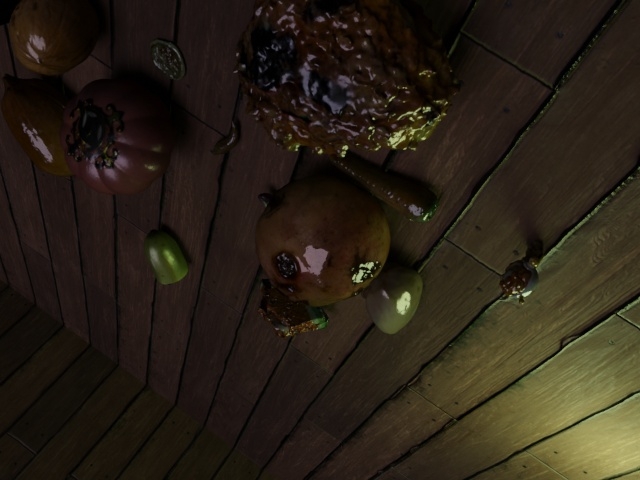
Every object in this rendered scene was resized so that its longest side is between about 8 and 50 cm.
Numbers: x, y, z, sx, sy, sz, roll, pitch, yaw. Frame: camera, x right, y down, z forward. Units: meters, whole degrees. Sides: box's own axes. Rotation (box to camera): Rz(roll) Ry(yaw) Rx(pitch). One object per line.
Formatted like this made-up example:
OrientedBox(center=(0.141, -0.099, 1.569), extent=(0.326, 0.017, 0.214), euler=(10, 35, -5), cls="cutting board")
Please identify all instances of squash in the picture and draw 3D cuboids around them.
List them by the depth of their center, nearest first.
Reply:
OrientedBox(center=(-0.522, 0.042, 2.020), extent=(0.123, 0.123, 0.187), euler=(12, 133, 31), cls="squash")

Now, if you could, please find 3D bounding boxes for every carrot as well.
OrientedBox(center=(0.121, -0.134, 1.328), extent=(0.298, 0.078, 0.078), euler=(33, 144, 17), cls="carrot")

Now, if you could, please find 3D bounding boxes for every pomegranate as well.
OrientedBox(center=(0.000, 0.000, 1.395), extent=(0.322, 0.322, 0.322), euler=(23, 141, 20), cls="pomegranate")

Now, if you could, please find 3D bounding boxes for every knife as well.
OrientedBox(center=(-0.099, -0.023, 1.636), extent=(0.123, 0.053, 0.278), euler=(8, 134, 41), cls="knife")

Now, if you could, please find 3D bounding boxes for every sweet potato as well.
OrientedBox(center=(-0.235, -0.247, 1.522), extent=(0.041, 0.038, 0.153), euler=(25, 147, -21), cls="sweet potato")

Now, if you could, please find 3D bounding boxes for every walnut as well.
OrientedBox(center=(-0.630, -0.495, 1.434), extent=(0.195, 0.222, 0.195), euler=(3, 145, 2), cls="walnut")
OrientedBox(center=(-0.796, -0.339, 1.763), extent=(0.209, 0.209, 0.336), euler=(-5, 127, 43), cls="walnut")

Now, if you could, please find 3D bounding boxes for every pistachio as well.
OrientedBox(center=(0.177, 0.142, 1.514), extent=(0.153, 0.138, 0.238), euler=(-2, 140, -5), cls="pistachio")

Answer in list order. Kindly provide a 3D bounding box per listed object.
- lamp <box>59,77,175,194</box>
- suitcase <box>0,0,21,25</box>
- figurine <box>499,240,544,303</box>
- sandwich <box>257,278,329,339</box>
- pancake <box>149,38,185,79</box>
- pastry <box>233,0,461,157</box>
OrientedBox(center=(-0.513, -0.265, 1.569), extent=(0.305, 0.239, 0.305), euler=(1, 93, 17), cls="lamp")
OrientedBox(center=(-0.881, -0.577, 1.454), extent=(0.339, 0.345, 0.188), euler=(5, 128, 37), cls="suitcase")
OrientedBox(center=(0.407, 0.061, 1.218), extent=(0.068, 0.143, 0.101), euler=(41, 121, -2), cls="figurine")
OrientedBox(center=(-0.097, 0.190, 1.791), extent=(0.235, 0.159, 0.079), euler=(46, 154, 23), cls="sandwich")
OrientedBox(center=(-0.367, -0.432, 1.449), extent=(0.108, 0.017, 0.108), euler=(20, 137, 20), cls="pancake")
OrientedBox(center=(0.022, -0.312, 1.027), extent=(0.405, 0.292, 0.337), euler=(12, 127, 45), cls="pastry")
